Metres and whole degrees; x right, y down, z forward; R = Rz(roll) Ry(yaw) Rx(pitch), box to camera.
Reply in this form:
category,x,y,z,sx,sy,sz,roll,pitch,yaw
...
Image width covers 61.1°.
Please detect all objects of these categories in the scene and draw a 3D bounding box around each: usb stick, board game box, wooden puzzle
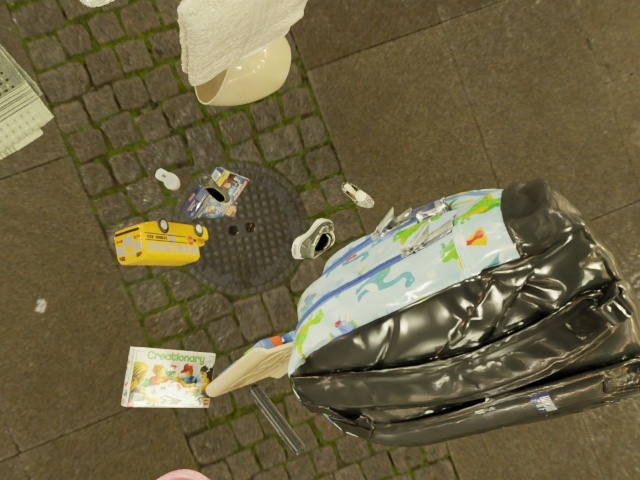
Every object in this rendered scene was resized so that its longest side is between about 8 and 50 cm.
category,x,y,z,sx,sy,sz,roll,pitch,yaw
usb stick,-0.149,0.603,1.821,0.045,0.077,0.278,-33,70,-26
board game box,-0.335,-0.149,1.827,0.060,0.194,0.194,41,101,24
wooden puzzle,-0.188,0.410,1.877,0.322,0.348,0.080,-42,64,30
board game box,-0.518,0.477,1.878,0.306,0.053,0.192,15,75,-39

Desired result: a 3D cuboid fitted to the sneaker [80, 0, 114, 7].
category,x,y,z,sx,sy,sz,roll,pitch,yaw
sneaker,-0.625,-0.695,1.385,0.279,0.118,0.107,29,51,22

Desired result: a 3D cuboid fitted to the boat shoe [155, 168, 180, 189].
category,x,y,z,sx,sy,sz,roll,pitch,yaw
boat shoe,-0.488,-0.196,1.766,0.040,0.142,0.049,33,90,-48

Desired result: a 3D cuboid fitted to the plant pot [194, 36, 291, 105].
category,x,y,z,sx,sy,sz,roll,pitch,yaw
plant pot,-0.189,-0.476,1.406,0.191,0.284,0.283,5,92,-32

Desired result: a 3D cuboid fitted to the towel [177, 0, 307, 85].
category,x,y,z,sx,sy,sz,roll,pitch,yaw
towel,-0.104,-0.294,0.735,0.187,0.282,0.049,-34,99,-9

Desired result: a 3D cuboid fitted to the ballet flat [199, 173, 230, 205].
category,x,y,z,sx,sy,sz,roll,pitch,yaw
ballet flat,-0.323,-0.144,1.645,0.058,0.173,0.049,-3,68,16

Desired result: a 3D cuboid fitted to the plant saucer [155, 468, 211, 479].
category,x,y,z,sx,sy,sz,roll,pitch,yaw
plant saucer,-0.317,0.667,1.151,0.332,0.332,0.084,-47,127,-3

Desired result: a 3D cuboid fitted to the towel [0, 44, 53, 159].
category,x,y,z,sx,sy,sz,roll,pitch,yaw
towel,-0.785,-0.299,1.146,0.324,0.056,0.312,-35,105,-4

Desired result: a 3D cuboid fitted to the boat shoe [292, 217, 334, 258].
category,x,y,z,sx,sy,sz,roll,pitch,yaw
boat shoe,0.000,0.000,1.496,0.070,0.219,0.077,7,115,23

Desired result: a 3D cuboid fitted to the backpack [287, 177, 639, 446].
category,x,y,z,sx,sy,sz,roll,pitch,yaw
backpack,0.135,0.099,0.608,0.356,0.273,0.290,-36,123,17

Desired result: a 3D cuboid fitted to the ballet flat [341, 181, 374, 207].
category,x,y,z,sx,sy,sz,roll,pitch,yaw
ballet flat,0.097,-0.126,1.478,0.114,0.041,0.041,38,87,35

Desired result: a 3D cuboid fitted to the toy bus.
category,x,y,z,sx,sy,sz,roll,pitch,yaw
toy bus,-0.484,0.008,1.703,0.108,0.333,0.130,-16,81,21
